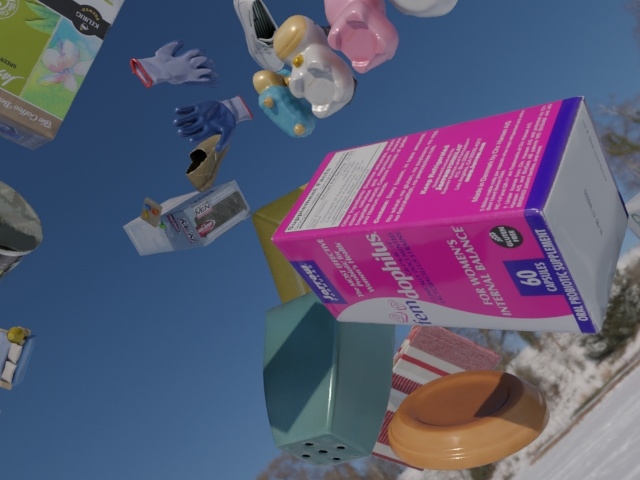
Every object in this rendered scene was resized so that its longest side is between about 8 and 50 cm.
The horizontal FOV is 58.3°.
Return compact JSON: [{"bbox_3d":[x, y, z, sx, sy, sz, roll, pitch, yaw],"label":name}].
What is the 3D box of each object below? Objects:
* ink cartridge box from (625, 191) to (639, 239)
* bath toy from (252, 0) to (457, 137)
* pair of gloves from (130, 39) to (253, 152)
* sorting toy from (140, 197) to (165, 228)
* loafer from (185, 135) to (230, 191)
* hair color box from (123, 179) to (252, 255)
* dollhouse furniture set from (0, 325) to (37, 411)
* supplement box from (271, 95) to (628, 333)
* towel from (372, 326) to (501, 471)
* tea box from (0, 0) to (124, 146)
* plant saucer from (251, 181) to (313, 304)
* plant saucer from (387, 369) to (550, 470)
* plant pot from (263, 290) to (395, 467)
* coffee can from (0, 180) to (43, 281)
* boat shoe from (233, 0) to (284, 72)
[{"bbox_3d":[0.583,0.043,0.711,0.071,0.324,0.330,-41,-2,-6],"label":"ink cartridge box"},{"bbox_3d":[0.047,-0.296,0.807,0.348,0.151,0.129,-33,14,40],"label":"bath toy"},{"bbox_3d":[-0.196,-0.229,0.906,0.023,0.198,0.159,-34,0,44],"label":"pair of gloves"},{"bbox_3d":[-0.420,-0.064,1.453,0.012,0.083,0.062,-30,-33,-61],"label":"sorting toy"},{"bbox_3d":[-0.209,-0.162,1.064,0.056,0.148,0.050,-10,-32,33],"label":"loafer"},{"bbox_3d":[-0.388,-0.058,1.645,0.375,0.113,0.185,-8,24,48],"label":"hair color box"},{"bbox_3d":[-0.955,0.335,1.491,0.198,0.287,0.303,-158,88,-88],"label":"dollhouse furniture set"},{"bbox_3d":[0.090,-0.010,0.431,0.111,0.220,0.114,52,-127,-30],"label":"supplement box"},{"bbox_3d":[0.222,0.345,1.260,0.237,0.037,0.329,27,-79,-22],"label":"towel"},{"bbox_3d":[-0.579,-0.372,1.123,0.220,0.329,0.323,27,-101,-31],"label":"tea box"},{"bbox_3d":[0.000,0.000,1.679,0.333,0.081,0.332,-30,-58,-24],"label":"plant saucer"},{"bbox_3d":[0.176,0.211,0.710,0.200,0.037,0.200,-18,6,2],"label":"plant saucer"},{"bbox_3d":[0.011,0.222,0.916,0.166,0.234,0.166,-25,-50,30],"label":"plant pot"},{"bbox_3d":[-0.680,0.030,1.041,0.275,0.201,0.201,-41,-29,13],"label":"coffee can"},{"bbox_3d":[-0.138,-0.490,1.384,0.083,0.076,0.226,-43,-40,-6],"label":"boat shoe"}]
